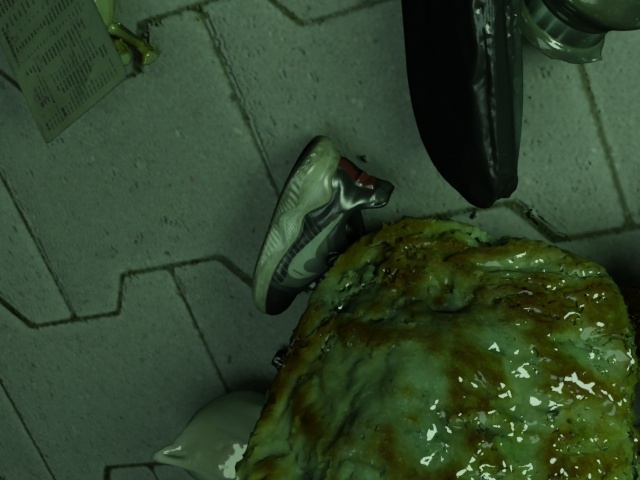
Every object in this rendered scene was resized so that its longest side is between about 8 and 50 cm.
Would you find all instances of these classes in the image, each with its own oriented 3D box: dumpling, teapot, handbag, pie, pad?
[{"bbox_3d":[-0.086,0.254,1.367,0.229,0.124,0.151,-13,150,22],"label":"dumpling"},{"bbox_3d":[0.216,-0.232,0.941,0.165,0.130,0.119,46,141,7],"label":"teapot"},{"bbox_3d":[0.122,-0.204,0.966,0.075,0.191,0.332,-10,118,-10],"label":"handbag"},{"bbox_3d":[0.114,0.184,1.043,0.395,0.418,0.180,9,149,20],"label":"pie"},{"bbox_3d":[-0.303,-0.251,1.171,0.159,0.009,0.265,-30,83,38],"label":"pad"}]

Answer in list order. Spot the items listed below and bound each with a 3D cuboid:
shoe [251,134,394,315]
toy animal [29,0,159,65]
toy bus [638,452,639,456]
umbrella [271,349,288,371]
[{"bbox_3d":[0.000,0.000,1.191,0.112,0.099,0.227,20,124,4],"label":"shoe"},{"bbox_3d":[-0.236,-0.268,1.155,0.136,0.073,0.181,28,130,20],"label":"toy animal"},{"bbox_3d":[0.349,0.310,1.060,0.123,0.335,0.121,38,126,-6],"label":"toy bus"},{"bbox_3d":[0.002,0.171,1.324,0.133,0.031,0.036,30,124,7],"label":"umbrella"}]
